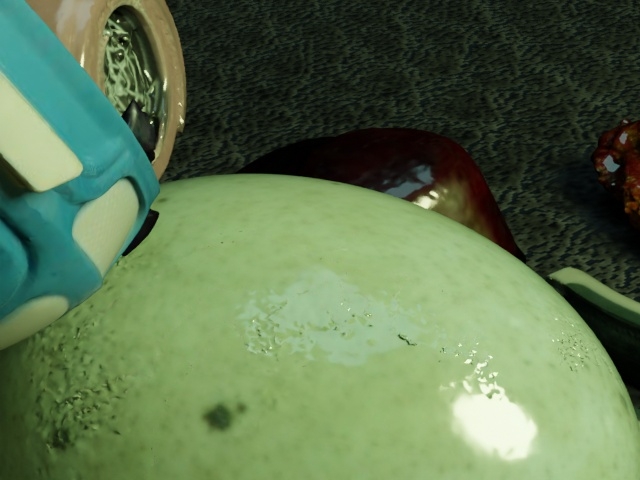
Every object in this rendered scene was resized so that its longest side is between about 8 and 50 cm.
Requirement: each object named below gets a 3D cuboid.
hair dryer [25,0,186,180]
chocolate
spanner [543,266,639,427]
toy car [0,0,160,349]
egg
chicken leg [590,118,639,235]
[{"bbox_3d":[-0.223,-0.093,0.841,0.210,0.125,0.352,-2,-11,20],"label":"hair dryer"},{"bbox_3d":[0.000,0.000,0.822,0.148,0.080,0.125,-1,27,39],"label":"chocolate"},{"bbox_3d":[0.160,0.082,0.709,0.095,0.040,0.325,-19,27,-24],"label":"spanner"},{"bbox_3d":[-0.187,-0.053,0.565,0.314,0.198,0.166,27,73,45],"label":"toy car"},{"bbox_3d":[-0.011,0.064,0.613,0.236,0.169,0.169,13,29,26],"label":"egg"},{"bbox_3d":[0.198,-0.016,0.905,0.089,0.048,0.219,-14,27,-15],"label":"chicken leg"}]
